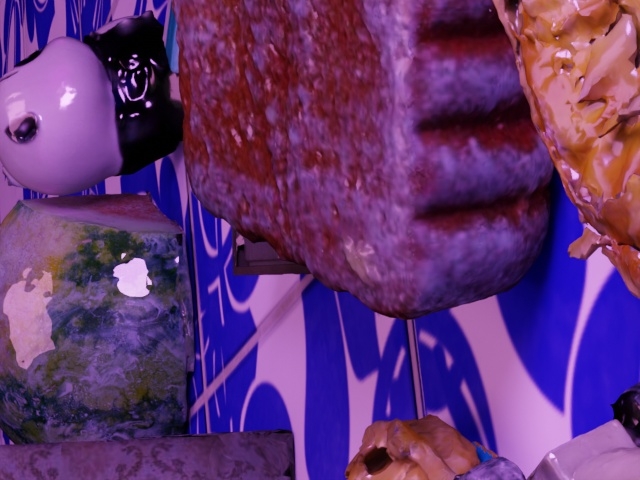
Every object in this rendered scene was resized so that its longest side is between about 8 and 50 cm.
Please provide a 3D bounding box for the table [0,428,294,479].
[{"bbox_3d":[-0.210,0.260,1.224,0.272,0.335,0.222,145,123,-70],"label":"table"}]

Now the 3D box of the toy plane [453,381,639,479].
[{"bbox_3d":[0.118,0.094,0.583,0.108,0.092,0.286,59,152,20],"label":"toy plane"}]

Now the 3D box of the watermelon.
[{"bbox_3d":[-0.196,0.118,1.544,0.180,0.224,0.305,-32,-48,-56],"label":"watermelon"}]

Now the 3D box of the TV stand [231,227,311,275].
[{"bbox_3d":[0.000,0.000,1.022,0.256,0.049,0.040,175,93,-72],"label":"TV stand"}]

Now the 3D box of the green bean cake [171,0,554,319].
[{"bbox_3d":[0.019,-0.083,0.804,0.232,0.097,0.199,25,121,55],"label":"green bean cake"}]

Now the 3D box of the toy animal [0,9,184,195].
[{"bbox_3d":[-0.197,-0.120,1.477,0.166,0.179,0.138,106,144,-61],"label":"toy animal"}]

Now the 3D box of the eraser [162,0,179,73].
[{"bbox_3d":[-0.037,-0.205,1.059,0.052,0.095,0.225,-105,22,-51],"label":"eraser"}]

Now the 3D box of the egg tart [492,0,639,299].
[{"bbox_3d":[0.132,-0.096,0.516,0.232,0.098,0.252,-121,30,-48],"label":"egg tart"}]

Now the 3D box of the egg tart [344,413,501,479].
[{"bbox_3d":[0.031,0.222,0.825,0.291,0.107,0.291,179,90,-74],"label":"egg tart"}]
